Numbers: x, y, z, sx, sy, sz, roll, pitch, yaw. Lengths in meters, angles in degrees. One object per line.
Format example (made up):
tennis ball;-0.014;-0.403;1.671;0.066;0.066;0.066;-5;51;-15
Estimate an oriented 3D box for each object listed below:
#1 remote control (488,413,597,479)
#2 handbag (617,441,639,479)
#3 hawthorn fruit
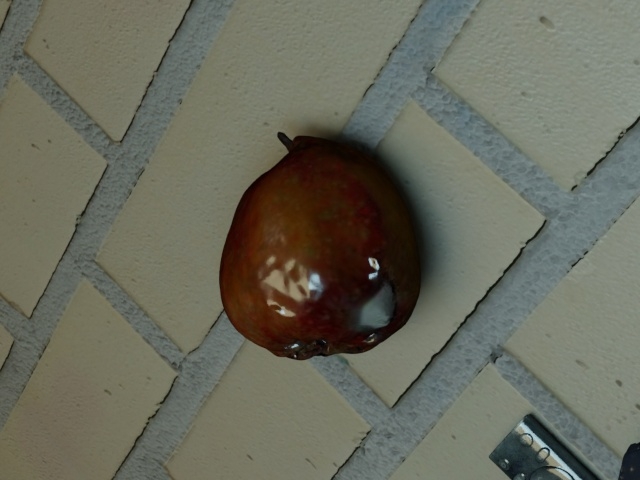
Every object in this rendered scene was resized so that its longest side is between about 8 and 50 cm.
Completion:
remote control;0.410;0.418;1.754;0.377;0.044;0.107;44;123;14
handbag;0.515;0.431;1.601;0.269;0.118;0.325;22;115;32
hawthorn fruit;0.006;0.021;1.765;0.308;0.324;0.308;21;160;8
